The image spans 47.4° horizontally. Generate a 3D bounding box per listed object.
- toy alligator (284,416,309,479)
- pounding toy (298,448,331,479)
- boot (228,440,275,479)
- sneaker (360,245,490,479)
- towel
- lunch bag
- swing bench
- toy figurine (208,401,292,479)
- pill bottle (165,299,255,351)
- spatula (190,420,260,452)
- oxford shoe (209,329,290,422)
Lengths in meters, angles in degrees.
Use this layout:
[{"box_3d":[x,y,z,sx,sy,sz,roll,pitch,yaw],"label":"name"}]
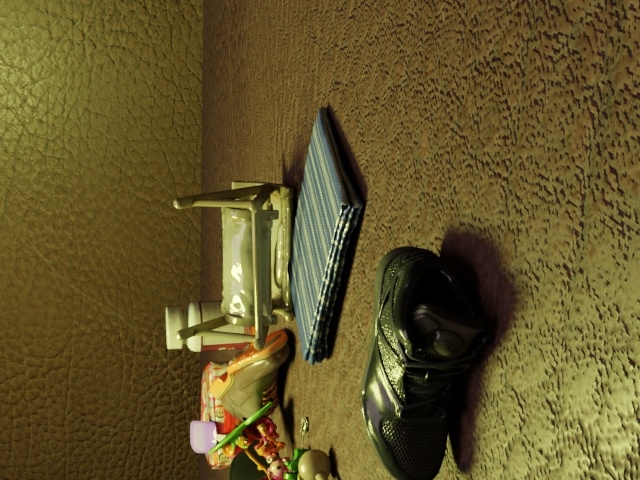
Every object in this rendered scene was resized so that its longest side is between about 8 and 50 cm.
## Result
[{"box_3d":[-0.042,0.410,1.286,0.056,0.051,0.189,140,127,-71],"label":"toy alligator"},{"box_3d":[-0.030,0.464,1.132,0.183,0.110,0.236,-118,29,-59],"label":"pounding toy"},{"box_3d":[-0.147,0.598,1.612,0.229,0.091,0.263,80,-160,-44],"label":"boot"},{"box_3d":[0.091,0.121,0.662,0.130,0.087,0.227,-167,81,-82],"label":"sneaker"},{"box_3d":[0.000,0.000,1.123,0.243,0.040,0.335,-104,20,-47],"label":"towel"},{"box_3d":[-0.264,0.480,2.021,0.258,0.120,0.293,126,140,-66],"label":"lunch bag"},{"box_3d":[-0.133,0.033,1.320,0.255,0.165,0.253,-31,-57,-68],"label":"swing bench"},{"box_3d":[-0.109,0.428,1.442,0.159,0.173,0.130,51,-158,6],"label":"toy figurine"},{"box_3d":[-0.257,0.204,1.753,0.121,0.221,0.121,178,90,-76],"label":"pill bottle"},{"box_3d":[-0.243,0.503,1.849,0.296,0.030,0.084,-14,73,49],"label":"spatula"},{"box_3d":[-0.122,0.292,1.524,0.132,0.130,0.363,51,149,8],"label":"oxford shoe"}]
